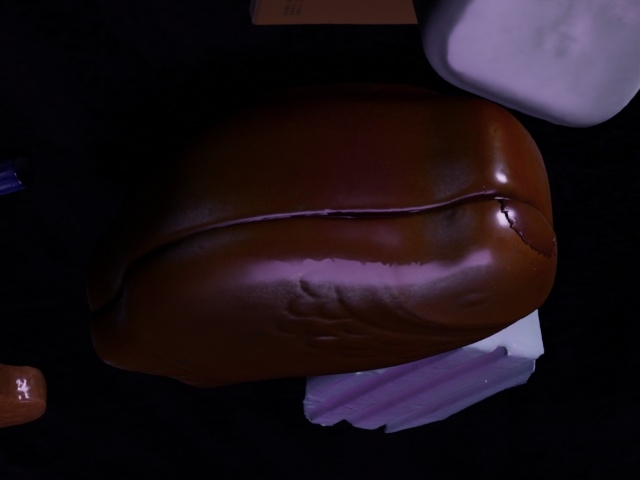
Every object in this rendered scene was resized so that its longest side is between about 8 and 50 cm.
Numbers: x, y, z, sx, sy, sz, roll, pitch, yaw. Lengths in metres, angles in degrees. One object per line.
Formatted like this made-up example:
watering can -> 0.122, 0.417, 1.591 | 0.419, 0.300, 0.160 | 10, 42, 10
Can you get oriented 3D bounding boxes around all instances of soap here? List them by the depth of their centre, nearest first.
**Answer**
soap -> 0.067, 0.077, 1.006 | 0.145, 0.091, 0.230 | 11, 155, -29

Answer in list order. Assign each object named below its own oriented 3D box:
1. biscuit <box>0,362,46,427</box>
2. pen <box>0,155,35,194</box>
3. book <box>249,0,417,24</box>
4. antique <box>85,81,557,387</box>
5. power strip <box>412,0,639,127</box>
biscuit -> -0.409, 0.143, 1.130 | 0.334, 0.047, 0.202 | 1, 159, -17
pen -> -0.258, -0.017, 0.771 | 0.204, 0.025, 0.025 | -14, 158, 21
book -> 0.061, -0.127, 0.567 | 0.172, 0.012, 0.118 | -1, 159, -11
antique -> 0.000, 0.000, 0.725 | 0.278, 0.129, 0.224 | -20, 155, 35
power strip -> 0.096, -0.121, 0.351 | 0.265, 0.059, 0.193 | 18, 125, -20
